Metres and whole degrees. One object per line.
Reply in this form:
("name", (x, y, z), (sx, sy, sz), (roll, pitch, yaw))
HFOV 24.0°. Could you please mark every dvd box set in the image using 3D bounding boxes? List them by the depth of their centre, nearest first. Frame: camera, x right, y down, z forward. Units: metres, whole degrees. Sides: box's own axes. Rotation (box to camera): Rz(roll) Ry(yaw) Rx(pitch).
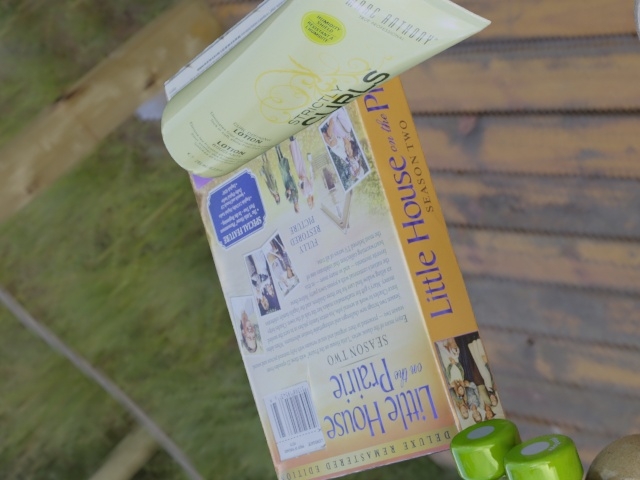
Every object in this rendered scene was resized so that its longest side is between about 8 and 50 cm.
("dvd box set", (0.000, 0.000, 1.360), (0.307, 0.062, 0.420), (-29, 76, 56))

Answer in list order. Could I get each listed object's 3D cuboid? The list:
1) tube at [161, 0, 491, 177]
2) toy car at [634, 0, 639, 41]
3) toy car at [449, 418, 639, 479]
("tube", (-0.014, -0.097, 0.854), (0.240, 0.070, 0.062), (-26, 88, 54))
("toy car", (0.402, -0.196, 1.223), (0.210, 0.238, 0.219), (33, 141, 47))
("toy car", (0.215, 0.184, 1.086), (0.149, 0.188, 0.155), (5, 116, 66))
